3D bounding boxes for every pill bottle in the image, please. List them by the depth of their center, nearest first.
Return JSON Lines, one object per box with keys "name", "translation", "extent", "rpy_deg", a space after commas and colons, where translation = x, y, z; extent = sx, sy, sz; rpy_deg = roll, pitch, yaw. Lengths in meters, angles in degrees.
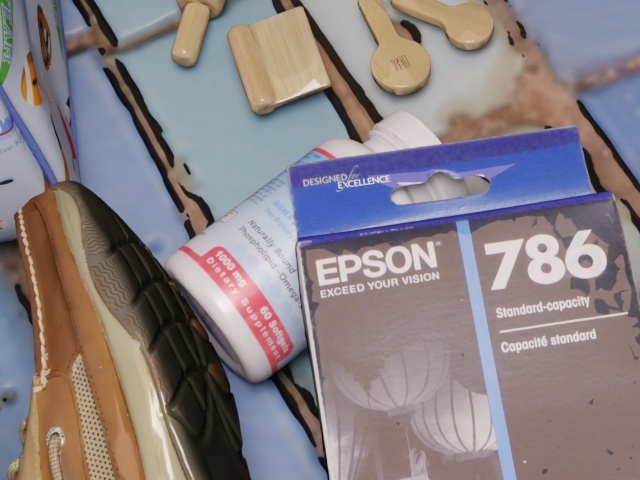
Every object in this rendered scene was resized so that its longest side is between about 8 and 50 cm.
{"name": "pill bottle", "translation": [0.000, 0.000, 1.019], "extent": [0.160, 0.087, 0.087], "rpy_deg": [-37, 65, -12]}

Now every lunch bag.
{"name": "lunch bag", "translation": [-0.209, -0.143, 1.035], "extent": [0.115, 0.243, 0.303], "rpy_deg": [-11, 57, 3]}

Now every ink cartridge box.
{"name": "ink cartridge box", "translation": [0.081, 0.088, 0.898], "extent": [0.165, 0.065, 0.332], "rpy_deg": [-10, 66, -1]}

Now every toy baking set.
{"name": "toy baking set", "translation": [0.016, -0.183, 1.146], "extent": [0.197, 0.030, 0.256], "rpy_deg": [6, 64, 6]}

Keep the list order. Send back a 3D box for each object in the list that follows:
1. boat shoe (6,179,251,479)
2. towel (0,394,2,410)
{"name": "boat shoe", "translation": [-0.099, 0.118, 0.890], "extent": [0.120, 0.122, 0.324], "rpy_deg": [-29, 58, 8]}
{"name": "towel", "translation": [-0.303, 0.136, 0.931], "extent": [0.187, 0.049, 0.282], "rpy_deg": [36, 101, 11]}
